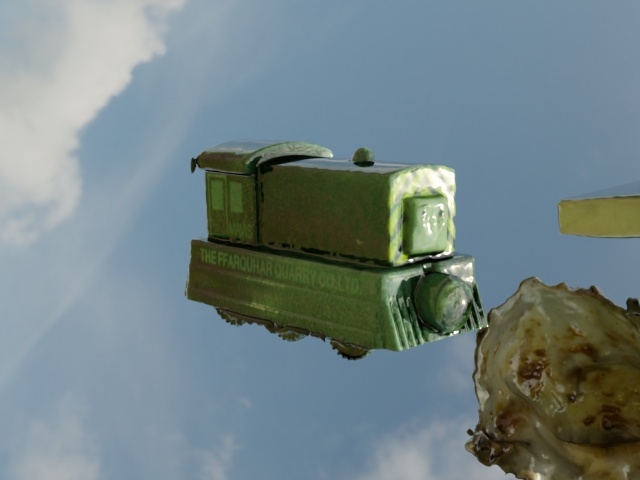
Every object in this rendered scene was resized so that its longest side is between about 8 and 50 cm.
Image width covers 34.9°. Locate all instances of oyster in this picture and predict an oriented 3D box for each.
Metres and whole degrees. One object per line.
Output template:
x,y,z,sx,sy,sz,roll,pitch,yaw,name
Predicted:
0.300,0.147,0.932,0.133,0.337,0.198,-61,164,-75,oyster

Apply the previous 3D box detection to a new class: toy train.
0.000,0.000,0.927,0.330,0.138,0.178,9,-77,48,toy train

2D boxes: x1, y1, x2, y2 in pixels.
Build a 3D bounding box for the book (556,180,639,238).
0.365,-0.049,0.604,0.264,0.379,0.031,1,-78,60,book
